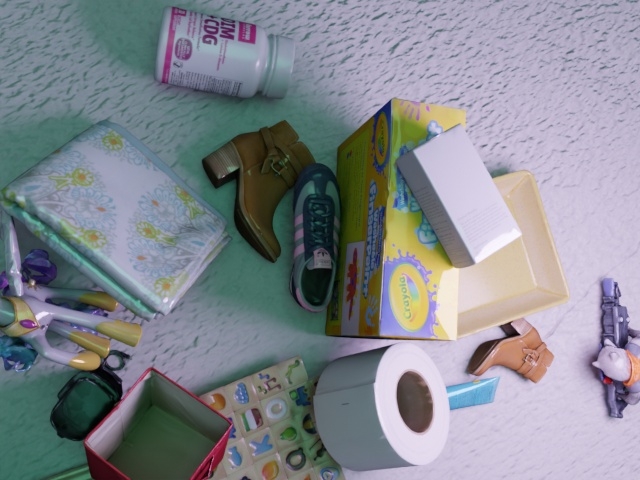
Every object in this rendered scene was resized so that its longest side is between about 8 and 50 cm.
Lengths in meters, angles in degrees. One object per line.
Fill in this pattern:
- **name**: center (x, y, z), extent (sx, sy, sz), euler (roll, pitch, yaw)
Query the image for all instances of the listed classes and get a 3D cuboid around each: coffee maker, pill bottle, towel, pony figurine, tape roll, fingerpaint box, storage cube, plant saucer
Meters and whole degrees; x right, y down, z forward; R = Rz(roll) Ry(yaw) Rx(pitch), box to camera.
- **coffee maker**: center (-0.442, 0.292, 1.372), extent (0.120, 0.178, 0.171), euler (17, 79, -13)
- **pill bottle**: center (-0.207, -0.398, 1.535), extent (0.283, 0.160, 0.160), euler (8, 81, -14)
- **towel**: center (-0.377, -0.049, 1.393), extent (0.374, 0.090, 0.320), euler (40, 35, -6)
- **pony figurine**: center (-0.550, 0.110, 1.307), extent (0.364, 0.351, 0.302), euler (22, 94, -32)
- **tape roll**: center (0.130, 0.345, 1.467), extent (0.246, 0.169, 0.246), euler (23, 58, -41)
- **fingerpaint box**: center (0.147, -0.018, 1.469), extent (0.163, 0.371, 0.444), euler (6, 81, -14)
- **storage cube**: center (-0.294, 0.386, 1.297), extent (0.215, 0.193, 0.183), euler (33, 55, 9)
- **plant saucer**: center (0.389, 0.031, 1.676), extent (0.333, 0.081, 0.332), euler (-15, 87, -15)

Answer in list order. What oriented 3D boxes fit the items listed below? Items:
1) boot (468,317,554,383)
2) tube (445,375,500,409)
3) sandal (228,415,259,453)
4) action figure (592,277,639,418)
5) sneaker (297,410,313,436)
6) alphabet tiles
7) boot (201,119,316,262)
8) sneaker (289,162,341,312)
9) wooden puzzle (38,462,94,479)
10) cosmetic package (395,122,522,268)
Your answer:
- **boot**: center (0.454, 0.284, 1.666), extent (0.197, 0.073, 0.152), euler (-44, 99, -13)
- **tube**: center (0.314, 0.358, 1.626), extent (0.207, 0.052, 0.080), euler (-6, 128, -15)
- **sandal**: center (-0.157, 0.463, 1.495), extent (0.097, 0.054, 0.254), euler (-38, 96, -6)
- **action figure**: center (0.795, 0.252, 1.709), extent (0.330, 0.178, 0.341), euler (-5, 86, -25)
- **sneaker**: center (-0.047, 0.361, 1.529), extent (0.054, 0.061, 0.152), euler (-36, 91, -14)
- **alphabet tiles**: center (-0.098, 0.413, 1.471), extent (0.343, 0.011, 0.285), euler (-20, 89, -16)
- **boot**: center (-0.102, -0.113, 1.566), extent (0.220, 0.109, 0.283), euler (-30, 84, -20)
- **sneaker**: center (0.000, 0.000, 1.503), extent (0.112, 0.131, 0.318), euler (-2, 105, -13)
- **wooden puzzle**: center (-0.492, 0.619, 1.367), extent (0.348, 0.080, 0.322), euler (-16, 87, -16)
- **cosmetic package**: center (0.246, -0.077, 1.268), extent (0.117, 0.085, 0.231), euler (-29, 90, -20)
